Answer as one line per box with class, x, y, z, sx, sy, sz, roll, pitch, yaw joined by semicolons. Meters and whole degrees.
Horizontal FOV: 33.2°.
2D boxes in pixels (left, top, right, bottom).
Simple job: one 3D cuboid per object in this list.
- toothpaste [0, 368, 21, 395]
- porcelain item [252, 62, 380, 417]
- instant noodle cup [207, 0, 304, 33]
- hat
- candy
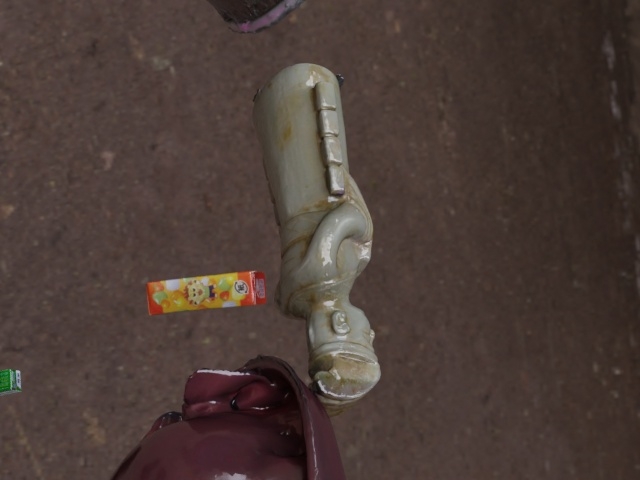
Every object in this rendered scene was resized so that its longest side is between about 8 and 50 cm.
toothpaste;-0.313;0.136;0.984;0.017;0.083;0.020;34;45;-66
porcelain item;0.000;0.000;0.626;0.054;0.084;0.213;3;57;-21
instant noodle cup;-0.081;-0.255;0.601;0.207;0.217;0.217;24;59;-28
hat;-0.062;0.149;0.495;0.089;0.205;0.205;18;63;-24
candy;-0.123;0.058;1.179;0.062;0.122;0.038;14;70;-81
